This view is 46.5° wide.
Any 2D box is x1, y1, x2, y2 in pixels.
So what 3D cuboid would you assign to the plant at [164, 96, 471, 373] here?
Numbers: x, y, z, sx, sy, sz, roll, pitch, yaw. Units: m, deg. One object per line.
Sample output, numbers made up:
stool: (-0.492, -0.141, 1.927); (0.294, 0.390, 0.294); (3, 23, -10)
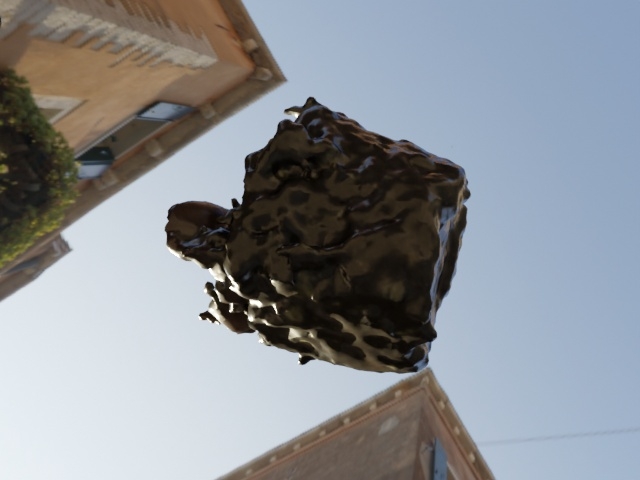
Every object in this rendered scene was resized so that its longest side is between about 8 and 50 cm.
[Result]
plant: (0.000, 0.000, 0.595); (0.234, 0.204, 0.178); (15, -118, 19)
